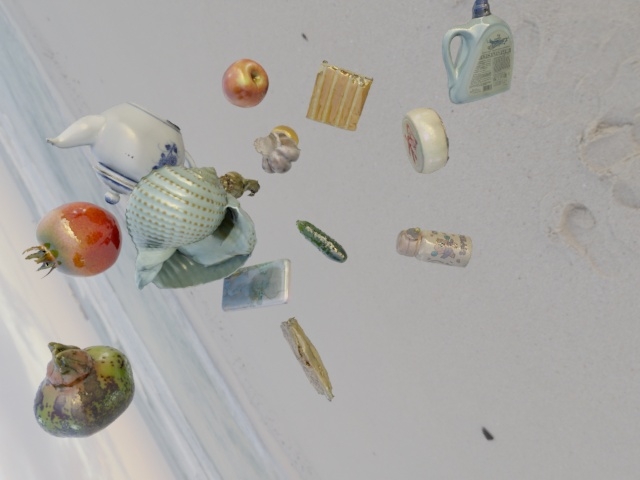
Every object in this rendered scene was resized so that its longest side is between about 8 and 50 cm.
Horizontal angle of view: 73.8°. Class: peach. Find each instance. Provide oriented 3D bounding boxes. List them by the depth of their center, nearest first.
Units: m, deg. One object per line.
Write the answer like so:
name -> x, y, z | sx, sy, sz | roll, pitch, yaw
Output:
peach -> -0.192, -0.502, 2.192 | 0.180, 0.103, 0.179 | 1, 91, 26

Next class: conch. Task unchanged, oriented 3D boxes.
conch -> -0.319, -0.036, 1.021 | 0.319, 0.303, 0.214 | -40, 45, 28

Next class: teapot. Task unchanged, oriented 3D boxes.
teapot -> -0.520, -0.224, 1.185 | 0.253, 0.279, 0.424 | 29, -179, 38

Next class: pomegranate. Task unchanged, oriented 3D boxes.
pomegranate -> -0.595, 0.347, 1.038 | 0.204, 0.221, 0.276 | -18, 131, 19
pomegranate -> -0.696, 0.004, 1.204 | 0.221, 0.257, 0.220 | 17, 125, 26

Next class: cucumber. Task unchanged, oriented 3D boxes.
cucumber -> 0.000, 0.000, 1.469 | 0.227, 0.069, 0.069 | 39, 145, 13

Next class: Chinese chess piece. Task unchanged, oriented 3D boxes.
Chinese chess piece -> 0.192, -0.184, 0.792 | 0.122, 0.051, 0.121 | 163, 90, -88

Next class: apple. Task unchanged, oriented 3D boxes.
apple -> -0.261, -0.538, 1.474 | 0.139, 0.163, 0.163 | -11, 106, 45

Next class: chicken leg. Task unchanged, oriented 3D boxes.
chicken leg -> -0.277, -0.184, 1.443 | 0.088, 0.228, 0.103 | 42, 123, 22

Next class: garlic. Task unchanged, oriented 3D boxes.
garlic -> -0.127, -0.274, 1.371 | 0.127, 0.131, 0.194 | 60, -168, 3

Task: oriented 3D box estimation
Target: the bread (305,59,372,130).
bread -> 0.083, -0.620, 1.838 | 0.111, 0.240, 0.245 | -84, 10, -65

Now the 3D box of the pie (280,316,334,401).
pie -> -0.036, 0.370, 1.331 | 0.282, 0.069, 0.129 | 64, 160, 1

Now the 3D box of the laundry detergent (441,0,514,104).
laundry detergent -> 0.470, -0.572, 1.282 | 0.105, 0.215, 0.280 | -111, 4, -61

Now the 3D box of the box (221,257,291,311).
box -> -0.207, 0.145, 1.355 | 0.285, 0.044, 0.141 | -14, 68, 33

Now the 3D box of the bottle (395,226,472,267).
bottle -> 0.329, 0.015, 1.252 | 0.210, 0.097, 0.110 | 9, 140, 0
